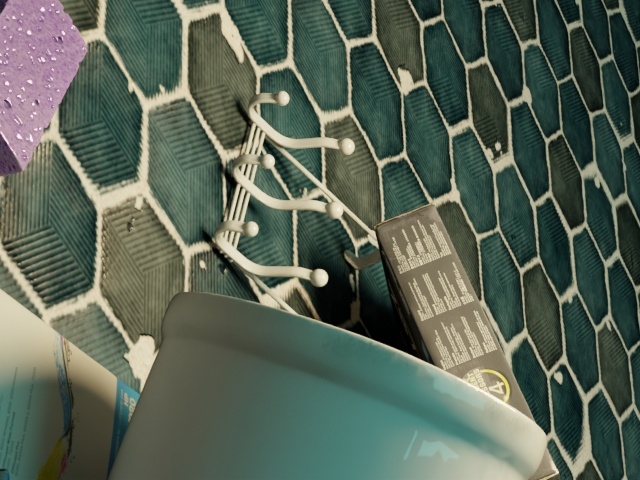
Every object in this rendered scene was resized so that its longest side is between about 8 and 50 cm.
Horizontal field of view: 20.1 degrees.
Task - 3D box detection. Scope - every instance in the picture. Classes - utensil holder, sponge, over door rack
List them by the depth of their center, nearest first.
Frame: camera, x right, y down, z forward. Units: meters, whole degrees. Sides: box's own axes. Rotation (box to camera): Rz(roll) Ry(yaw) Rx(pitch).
[{"bbox_3d":[-0.039,0.277,1.428,0.327,0.327,0.385,38,70,-51],"label":"utensil holder"},{"bbox_3d":[-0.304,-0.175,1.813,0.117,0.031,0.210,58,31,-32],"label":"sponge"},{"bbox_3d":[0.000,0.000,2.238,0.324,0.108,0.239,54,35,-38],"label":"over door rack"}]

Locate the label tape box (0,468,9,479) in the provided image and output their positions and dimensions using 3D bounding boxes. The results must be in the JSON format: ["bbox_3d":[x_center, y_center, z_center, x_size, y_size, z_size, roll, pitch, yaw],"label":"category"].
[{"bbox_3d":[-0.285,0.362,1.299,0.334,0.106,0.241,-97,-169,-54],"label":"label tape box"}]

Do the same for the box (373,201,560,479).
[{"bbox_3d":[0.192,0.193,2.285,0.318,0.097,0.395,77,-9,-63],"label":"box"}]

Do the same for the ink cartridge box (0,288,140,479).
[{"bbox_3d":[-0.286,0.172,1.526,0.233,0.171,0.168,45,40,-47],"label":"ink cartridge box"}]
